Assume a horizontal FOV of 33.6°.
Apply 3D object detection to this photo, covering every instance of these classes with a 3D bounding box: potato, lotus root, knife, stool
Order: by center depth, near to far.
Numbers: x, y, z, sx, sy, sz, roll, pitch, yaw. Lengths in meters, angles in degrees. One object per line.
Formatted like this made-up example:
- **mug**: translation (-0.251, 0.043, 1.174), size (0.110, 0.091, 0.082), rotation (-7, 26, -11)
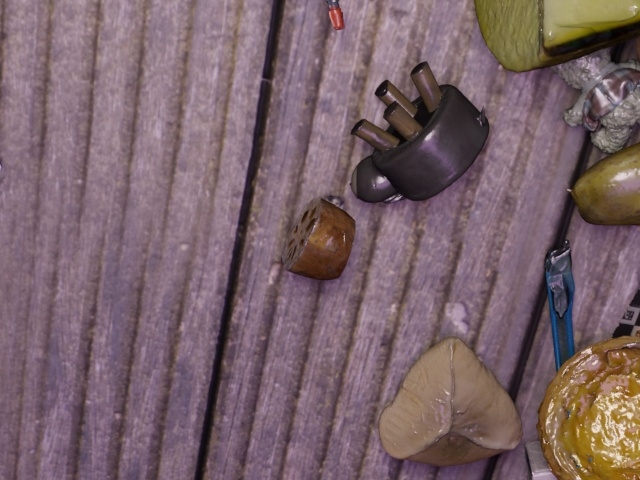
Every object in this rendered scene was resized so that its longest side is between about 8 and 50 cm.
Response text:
- **potato**: translation (0.357, -0.370, 1.342), size (0.280, 0.213, 0.330), rotation (-4, 86, -10)
- **stool**: translation (0.119, -0.134, 1.458), size (0.228, 0.153, 0.139), rotation (-42, 110, 17)
- **potato**: translation (0.474, -0.086, 1.506), size (0.251, 0.113, 0.149), rotation (-7, 156, 1)
- **lotus root**: translation (0.001, -0.003, 1.535), size (0.081, 0.122, 0.112), rotation (19, 105, -12)
- **knife**: translation (0.383, 0.135, 1.665), size (0.044, 0.026, 0.296), rotation (-15, 115, -8)

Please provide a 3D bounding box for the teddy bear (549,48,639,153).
- **teddy bear**: translation (0.390, -0.207, 1.457), size (0.133, 0.111, 0.213), rotation (-41, 111, 12)

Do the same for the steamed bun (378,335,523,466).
- **steamed bun**: translation (0.200, 0.293, 1.690), size (0.212, 0.110, 0.231), rotation (-36, 109, 15)

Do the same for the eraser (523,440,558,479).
- **eraser**: translation (0.541, 0.361, 1.738), size (0.404, 0.096, 0.098), rotation (-9, 114, 2)

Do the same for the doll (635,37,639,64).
- **doll**: translation (0.498, -0.232, 1.422), size (0.105, 0.115, 0.221), rotation (-45, 140, 6)

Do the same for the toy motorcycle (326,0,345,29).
- **toy motorcycle**: translation (0.085, -0.404, 1.319), size (0.326, 0.148, 0.221), rotation (-16, 76, 16)

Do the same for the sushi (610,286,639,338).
- **sushi**: translation (0.551, 0.122, 1.660), size (0.139, 0.031, 0.201), rotation (18, 113, -9)

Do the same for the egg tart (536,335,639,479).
- **egg tart**: translation (0.479, 0.294, 1.648), size (0.291, 0.107, 0.290), rotation (-3, 75, 13)
